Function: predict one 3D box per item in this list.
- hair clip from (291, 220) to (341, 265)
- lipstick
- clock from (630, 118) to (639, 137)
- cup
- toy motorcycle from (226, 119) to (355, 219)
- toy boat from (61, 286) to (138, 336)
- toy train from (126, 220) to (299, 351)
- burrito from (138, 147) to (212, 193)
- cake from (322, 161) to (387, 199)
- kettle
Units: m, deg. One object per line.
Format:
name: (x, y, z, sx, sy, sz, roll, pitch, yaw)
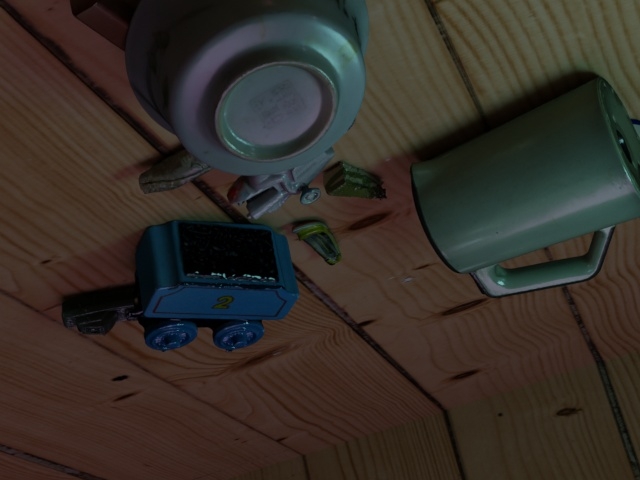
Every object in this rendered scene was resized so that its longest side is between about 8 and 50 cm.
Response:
hair clip: (0.000, 0.000, 2.361, 0.060, 0.033, 0.188, -22, 151, 12)
lipstick: (-0.274, -0.294, 1.601, 0.045, 0.045, 0.145, -26, 151, 20)
clock: (0.538, -0.141, 2.287, 0.231, 0.083, 0.230, -13, 154, -6)
cup: (-0.080, -0.218, 1.597, 0.347, 0.163, 0.347, -10, 135, -10)
toy motorcycle: (-0.063, -0.139, 1.949, 0.171, 0.110, 0.260, 8, 137, -46)
toy boat: (-0.389, 0.141, 2.397, 0.261, 0.085, 0.078, -8, 154, -11)
toy train: (-0.215, 0.085, 2.269, 0.300, 0.188, 0.265, 3, 146, -25)
burrito: (-0.197, -0.138, 1.959, 0.230, 0.063, 0.058, -29, 111, 15)
cake: (0.074, -0.106, 2.158, 0.140, 0.051, 0.055, 4, 148, -36)
kettle: (0.399, -0.065, 2.129, 0.377, 0.250, 0.361, -22, 125, 24)
